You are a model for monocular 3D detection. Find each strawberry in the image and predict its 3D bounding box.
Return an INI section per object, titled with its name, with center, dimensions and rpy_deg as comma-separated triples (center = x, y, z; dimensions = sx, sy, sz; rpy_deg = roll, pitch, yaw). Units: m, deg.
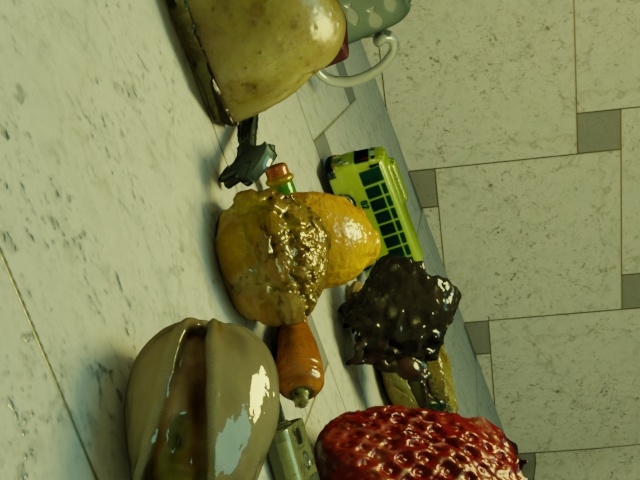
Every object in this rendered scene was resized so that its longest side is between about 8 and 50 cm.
[strawberry]
center = 0.131, 0.368, 1.355
dimensions = 0.292, 0.309, 0.292
rpy_deg = -177, -90, -80

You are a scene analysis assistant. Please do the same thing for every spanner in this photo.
[spanner]
center = -0.100, -0.144, 1.376
dimensions = 0.026, 0.093, 0.325
rpy_deg = 46, 15, -21

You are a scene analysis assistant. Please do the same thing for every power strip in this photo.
[power strip]
center = -0.021, 0.312, 1.184
dimensions = 0.092, 0.034, 0.268
rpy_deg = 4, 69, -76

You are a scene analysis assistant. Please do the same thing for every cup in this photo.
[cup]
center = 0.050, -0.488, 2.027
dimensions = 0.259, 0.274, 0.357
rpy_deg = -87, 155, -56

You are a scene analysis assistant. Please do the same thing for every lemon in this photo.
[lemon]
center = 0.000, 0.000, 1.402
dimensions = 0.142, 0.187, 0.142
rpy_deg = -168, -90, -70

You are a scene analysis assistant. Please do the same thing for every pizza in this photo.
[pizza]
center = 0.071, 0.119, 1.873
dimensions = 0.078, 0.025, 0.083
rpy_deg = 66, 20, -11

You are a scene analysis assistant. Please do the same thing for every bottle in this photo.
[bottle]
center = -0.038, -0.028, 1.496
dimensions = 0.069, 0.069, 0.187
rpy_deg = -59, 132, -74

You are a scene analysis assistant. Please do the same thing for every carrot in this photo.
[carrot]
center = -0.030, 0.124, 1.288
dimensions = 0.257, 0.061, 0.061
rpy_deg = -95, 163, -57

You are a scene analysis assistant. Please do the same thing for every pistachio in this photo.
[pistachio]
center = -0.102, 0.152, 0.839
dimensions = 0.215, 0.143, 0.144
rpy_deg = -82, 153, -50

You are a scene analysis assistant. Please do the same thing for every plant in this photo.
[plant]
center = 0.135, 0.145, 1.724
dimensions = 0.234, 0.204, 0.178
rpy_deg = -64, -175, 0

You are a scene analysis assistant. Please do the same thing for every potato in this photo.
[potato]
center = -0.086, -0.321, 1.369
dimensions = 0.242, 0.242, 0.286
rpy_deg = 16, 54, -75

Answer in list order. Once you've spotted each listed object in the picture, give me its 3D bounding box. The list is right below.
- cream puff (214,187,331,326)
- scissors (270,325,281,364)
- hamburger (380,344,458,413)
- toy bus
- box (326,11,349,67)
[cream puff]
center = -0.052, 0.018, 1.241
dimensions = 0.189, 0.129, 0.189
rpy_deg = -14, 90, -77
[scissors]
center = -0.061, 0.158, 1.267
dimensions = 0.220, 0.017, 0.088
rpy_deg = -64, 136, -71
[hamburger]
center = 0.189, 0.240, 1.973
dimensions = 0.309, 0.132, 0.211
rpy_deg = -73, 144, -69
[toy bus]
center = 0.110, -0.059, 1.997
dimensions = 0.128, 0.150, 0.262
rpy_deg = -76, 146, -70
[box]
center = -0.067, -0.419, 1.680
dimensions = 0.193, 0.167, 0.294
rpy_deg = -94, 162, -53
